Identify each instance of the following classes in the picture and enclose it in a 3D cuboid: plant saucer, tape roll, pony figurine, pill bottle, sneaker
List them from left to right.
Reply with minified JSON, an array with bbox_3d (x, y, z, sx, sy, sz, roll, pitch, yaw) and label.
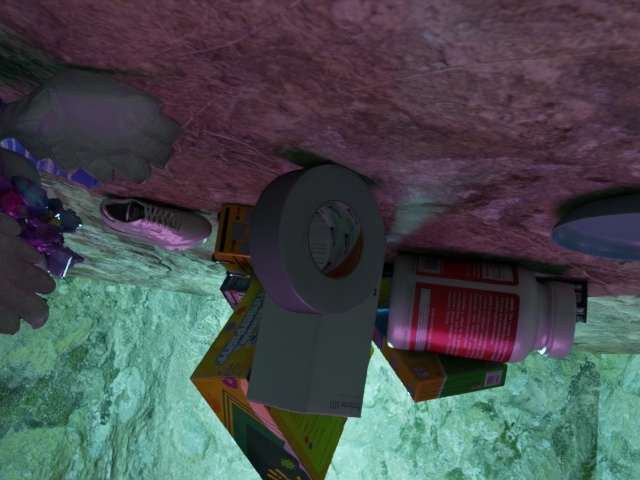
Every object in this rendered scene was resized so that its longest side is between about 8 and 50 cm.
[{"bbox_3d":[-0.373,-0.073,0.704,0.350,0.303,0.363,33,153,1],"label":"pony figurine"},{"bbox_3d":[-0.350,-0.040,1.314,0.234,0.090,0.095,8,159,-6],"label":"sneaker"},{"bbox_3d":[0.000,0.000,0.917,0.219,0.219,0.072,18,166,-41],"label":"tape roll"},{"bbox_3d":[0.369,0.163,1.453,0.407,0.229,0.229,6,169,9],"label":"pill bottle"},{"bbox_3d":[0.518,-0.017,0.938,0.317,0.044,0.317,7,168,1],"label":"plant saucer"}]

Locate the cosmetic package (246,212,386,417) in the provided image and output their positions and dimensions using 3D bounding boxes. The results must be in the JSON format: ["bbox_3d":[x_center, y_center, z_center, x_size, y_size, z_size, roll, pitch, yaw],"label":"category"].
[{"bbox_3d":[0.000,0.155,1.258,0.156,0.385,0.217,-1,166,35],"label":"cosmetic package"}]

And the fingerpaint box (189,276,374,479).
[{"bbox_3d":[-0.065,0.291,1.476,0.163,0.445,0.371,-10,122,30],"label":"fingerpaint box"}]

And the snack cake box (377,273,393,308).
[{"bbox_3d":[0.173,0.141,1.742,0.152,0.089,0.264,-6,180,-41],"label":"snack cake box"}]

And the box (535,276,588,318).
[{"bbox_3d":[0.599,0.162,1.684,0.242,0.077,0.307,3,167,25],"label":"box"}]

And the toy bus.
[{"bbox_3d":[-0.160,0.013,1.374,0.130,0.108,0.333,6,168,3],"label":"toy bus"}]

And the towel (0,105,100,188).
[{"bbox_3d":[-0.496,-0.156,0.936,0.335,0.040,0.243,13,167,-23],"label":"towel"}]

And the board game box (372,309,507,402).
[{"bbox_3d":[0.281,0.271,1.566,0.242,0.064,0.316,-6,-154,-17],"label":"board game box"}]

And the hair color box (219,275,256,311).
[{"bbox_3d":[-0.148,0.191,2.080,0.347,0.105,0.174,1,137,27],"label":"hair color box"}]
